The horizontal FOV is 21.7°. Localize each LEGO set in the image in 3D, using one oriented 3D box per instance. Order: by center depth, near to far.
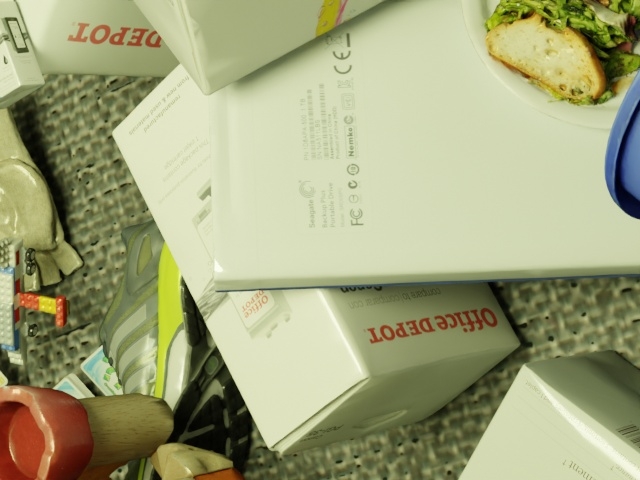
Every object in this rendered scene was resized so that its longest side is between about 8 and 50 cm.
[{"bbox_3d":[-0.282,0.108,1.525,0.182,0.060,0.244,-40,93,30],"label":"LEGO set"}]

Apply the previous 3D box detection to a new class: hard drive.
[{"bbox_3d":[0.082,-0.073,1.163,0.318,0.040,0.210,-2,70,-3],"label":"hard drive"}]

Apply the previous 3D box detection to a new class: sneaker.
[{"bbox_3d":[-0.133,0.118,1.447,0.121,0.111,0.300,6,86,43],"label":"sneaker"}]

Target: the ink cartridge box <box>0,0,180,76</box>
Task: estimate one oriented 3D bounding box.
[{"bbox_3d":[-0.112,-0.325,1.300,0.160,0.279,0.385,38,114,28],"label":"ink cartridge box"}]

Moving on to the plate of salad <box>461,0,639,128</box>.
[{"bbox_3d":[0.197,-0.172,1.154,0.199,0.048,0.200,0,69,0],"label":"plate of salad"}]

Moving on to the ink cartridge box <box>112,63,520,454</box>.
[{"bbox_3d":[0.000,0.000,1.270,0.117,0.207,0.283,-40,69,34],"label":"ink cartridge box"}]

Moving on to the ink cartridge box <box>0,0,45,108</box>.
[{"bbox_3d":[-0.239,-0.142,1.215,0.048,0.028,0.083,-25,83,33],"label":"ink cartridge box"}]

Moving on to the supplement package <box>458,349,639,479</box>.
[{"bbox_3d":[0.200,0.217,1.167,0.194,0.149,0.203,37,111,30],"label":"supplement package"}]

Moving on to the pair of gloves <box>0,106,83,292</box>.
[{"bbox_3d":[-0.360,-0.022,1.573,0.240,0.042,0.204,-21,97,16],"label":"pair of gloves"}]

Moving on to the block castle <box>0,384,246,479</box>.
[{"bbox_3d":[-0.156,0.351,1.211,0.303,0.213,0.453,-48,65,27],"label":"block castle"}]

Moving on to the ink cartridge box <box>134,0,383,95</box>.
[{"bbox_3d":[-0.033,-0.249,1.119,0.232,0.168,0.171,-30,56,-12],"label":"ink cartridge box"}]

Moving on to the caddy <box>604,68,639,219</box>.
[{"bbox_3d":[0.317,-0.124,1.009,0.179,0.241,0.341,47,117,29],"label":"caddy"}]
